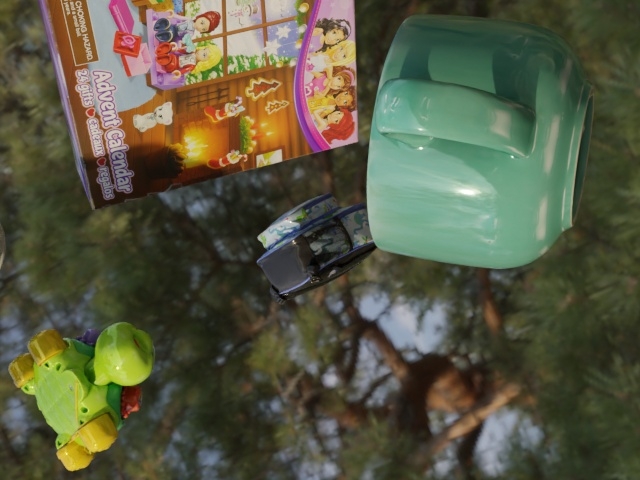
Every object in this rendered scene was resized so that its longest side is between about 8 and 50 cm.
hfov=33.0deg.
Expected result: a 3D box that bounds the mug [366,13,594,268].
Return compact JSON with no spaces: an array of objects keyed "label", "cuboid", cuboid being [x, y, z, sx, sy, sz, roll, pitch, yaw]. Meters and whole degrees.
[{"label":"mug","cuboid":[0.084,-0.044,0.554,0.157,0.097,0.129,-57,-29,-55]}]

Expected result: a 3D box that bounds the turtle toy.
[{"label":"turtle toy","cuboid":[-0.161,0.100,0.768,0.066,0.130,0.095,-27,-99,-40]}]

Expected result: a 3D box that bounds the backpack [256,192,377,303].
[{"label":"backpack","cuboid":[0.000,0.000,1.110,0.114,0.105,0.084,-23,-96,-32]}]

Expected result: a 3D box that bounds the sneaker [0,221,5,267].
[{"label":"sneaker","cuboid":[-0.358,-0.009,0.815,0.384,0.145,0.147,55,-165,-68]}]

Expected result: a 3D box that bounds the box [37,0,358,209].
[{"label":"box","cuboid":[-0.080,-0.173,0.692,0.057,0.201,0.293,-123,22,-47]}]
